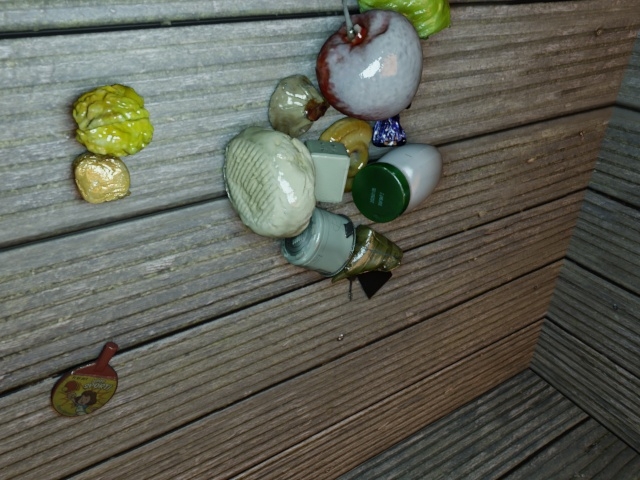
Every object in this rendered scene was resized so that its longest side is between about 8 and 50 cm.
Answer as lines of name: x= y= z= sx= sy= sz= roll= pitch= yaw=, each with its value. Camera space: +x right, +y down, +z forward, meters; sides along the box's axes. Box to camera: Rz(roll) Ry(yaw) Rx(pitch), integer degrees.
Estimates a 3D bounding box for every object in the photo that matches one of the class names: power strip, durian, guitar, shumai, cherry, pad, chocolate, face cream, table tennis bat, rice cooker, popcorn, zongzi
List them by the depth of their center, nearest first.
popcorn: x=-0.532 y=-0.307 z=1.204 sx=0.197 sy=0.155 sz=0.197 roll=-27 pitch=150 yaw=-17
cherry: x=0.164 y=-0.518 z=1.410 sx=0.335 sy=0.291 sz=0.326 roll=13 pitch=139 yaw=-34
durian: x=0.251 y=-0.734 z=1.451 sx=0.256 sy=0.204 sz=0.340 roll=-35 pitch=136 yaw=4
shumai: x=-0.060 y=-0.411 z=1.485 sx=0.201 sy=0.120 sz=0.201 roll=-20 pitch=128 yaw=-28
power strip: x=0.005 y=-0.204 z=1.559 sx=0.139 sy=0.140 sz=0.224 roll=4 pitch=120 yaw=-11
table tennis bat: x=-0.775 y=0.471 z=1.586 sx=0.200 sy=0.038 sz=0.310 roll=24 pitch=105 yaw=-42
chocolate: x=0.257 y=-0.503 z=1.656 sx=0.148 sy=0.126 sz=0.343 roll=-1 pitch=106 yaw=-19
rice cooker: x=0.000 y=0.000 z=1.701 sx=0.227 sy=0.241 sz=0.280 roll=19 pitch=143 yaw=-36
face cream: x=0.294 y=-0.216 z=1.727 sx=0.357 sy=0.219 sz=0.312 roll=-32 pitch=170 yaw=-47
zongzi: x=0.198 y=0.104 z=1.943 sx=0.250 sy=0.125 sz=0.274 roll=30 pitch=89 yaw=-29
guitar: x=0.140 y=0.167 z=2.040 sx=0.088 sy=0.025 sz=0.233 roll=-18 pitch=126 yaw=-31
pad: x=0.237 y=0.143 z=2.088 sx=0.163 sy=0.004 sz=0.243 roll=-43 pitch=136 yaw=-14

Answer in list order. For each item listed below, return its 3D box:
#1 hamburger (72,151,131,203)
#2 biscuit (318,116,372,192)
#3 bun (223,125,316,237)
hamburger: x=-0.595 y=-0.173 z=1.284 sx=0.138 sy=0.083 sz=0.147 roll=-17 pitch=124 yaw=-21
biscuit: x=0.077 y=-0.296 z=1.671 sx=0.213 sy=0.091 sz=0.274 roll=-12 pitch=125 yaw=-31
bun: x=-0.137 y=-0.180 z=1.435 sx=0.211 sy=0.359 sz=0.360 roll=-18 pitch=126 yaw=-35
